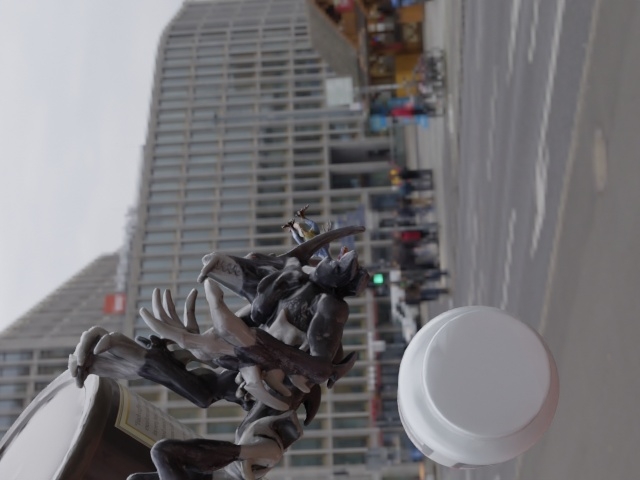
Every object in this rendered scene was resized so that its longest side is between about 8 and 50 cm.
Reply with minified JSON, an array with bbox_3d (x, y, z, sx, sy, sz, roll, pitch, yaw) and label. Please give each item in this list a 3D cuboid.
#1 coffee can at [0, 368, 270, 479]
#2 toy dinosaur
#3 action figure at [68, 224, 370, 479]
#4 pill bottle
[{"bbox_3d":[-0.123,0.250,0.793,0.275,0.201,0.201,37,-153,-21],"label":"coffee can"},{"bbox_3d":[0.000,0.000,1.154,0.082,0.047,0.090,49,-178,7],"label":"toy dinosaur"},{"bbox_3d":[-0.062,0.082,0.572,0.164,0.141,0.275,-41,22,49],"label":"action figure"},{"bbox_3d":[0.177,0.172,1.178,0.318,0.176,0.176,75,-167,-75],"label":"pill bottle"}]
